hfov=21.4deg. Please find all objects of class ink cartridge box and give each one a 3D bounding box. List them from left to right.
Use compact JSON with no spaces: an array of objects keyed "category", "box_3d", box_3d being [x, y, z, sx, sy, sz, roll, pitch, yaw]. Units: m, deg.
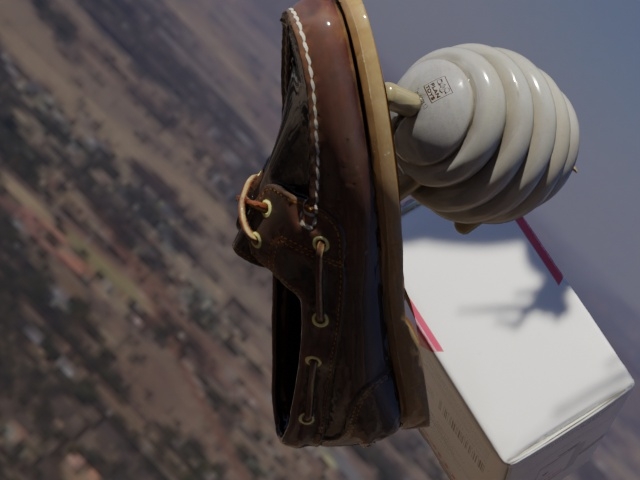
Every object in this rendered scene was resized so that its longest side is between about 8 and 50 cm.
[{"category":"ink cartridge box","box_3d":[0.129,0.092,1.348,0.207,0.117,0.283,57,-8,16]}]

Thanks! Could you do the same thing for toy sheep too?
[{"category":"toy sheep","box_3d":[0.068,-0.048,0.775,0.132,0.091,0.091,10,32,-49]}]

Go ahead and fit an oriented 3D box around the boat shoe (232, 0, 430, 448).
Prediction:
[{"category":"boat shoe","box_3d":[0.000,0.000,0.699,0.073,0.073,0.207,-103,-175,-63]}]
